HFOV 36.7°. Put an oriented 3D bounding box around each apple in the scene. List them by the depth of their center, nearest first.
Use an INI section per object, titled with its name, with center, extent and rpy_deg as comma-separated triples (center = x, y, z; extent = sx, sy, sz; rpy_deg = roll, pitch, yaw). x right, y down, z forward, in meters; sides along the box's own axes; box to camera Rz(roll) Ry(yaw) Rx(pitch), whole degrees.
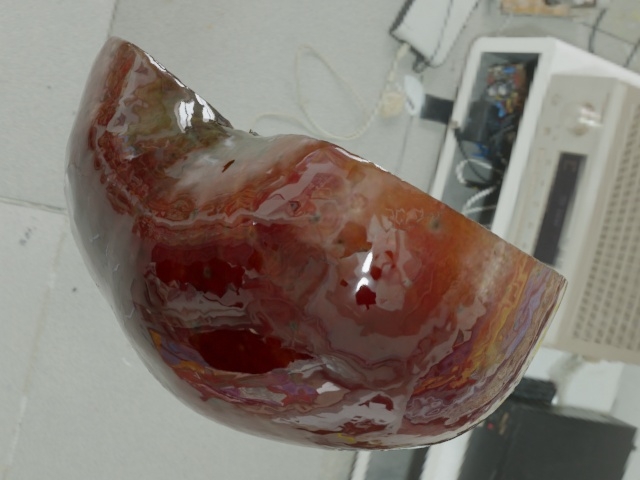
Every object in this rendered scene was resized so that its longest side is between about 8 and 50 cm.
[apple]
center = 0.000, 0.000, 0.687
extent = 0.295, 0.328, 0.365
rpy_deg = -27, 158, 18
